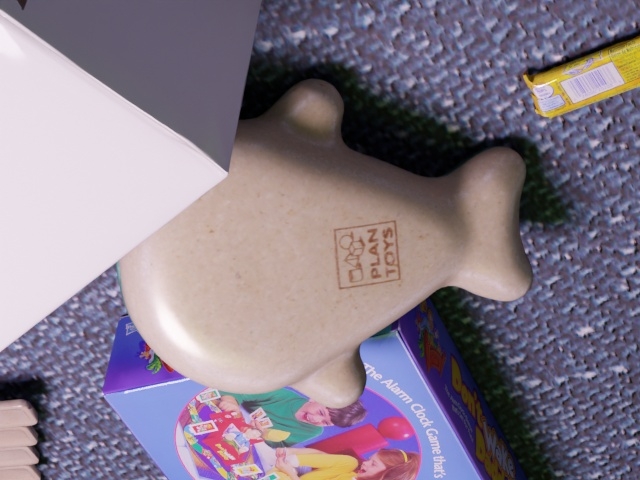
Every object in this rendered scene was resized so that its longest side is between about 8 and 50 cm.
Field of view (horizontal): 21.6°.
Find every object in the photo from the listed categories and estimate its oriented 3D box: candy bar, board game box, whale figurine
[{"bbox_3d":[0.200,-0.114,1.030,0.161,0.018,0.040,-20,126,25],"label":"candy bar"},{"bbox_3d":[0.018,0.175,1.301,0.233,0.078,0.347,-13,132,19],"label":"board game box"},{"bbox_3d":[0.000,0.000,1.103,0.272,0.141,0.216,-9,100,-12],"label":"whale figurine"}]

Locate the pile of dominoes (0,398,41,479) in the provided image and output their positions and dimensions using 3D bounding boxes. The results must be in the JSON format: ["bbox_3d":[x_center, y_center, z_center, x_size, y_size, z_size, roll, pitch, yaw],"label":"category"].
[{"bbox_3d":[-0.326,0.175,1.391,0.196,0.040,0.251,6,143,-2],"label":"pile of dominoes"}]

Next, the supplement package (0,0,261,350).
[{"bbox_3d":[-0.199,-0.070,1.011,0.175,0.177,0.293,35,130,-25],"label":"supplement package"}]
